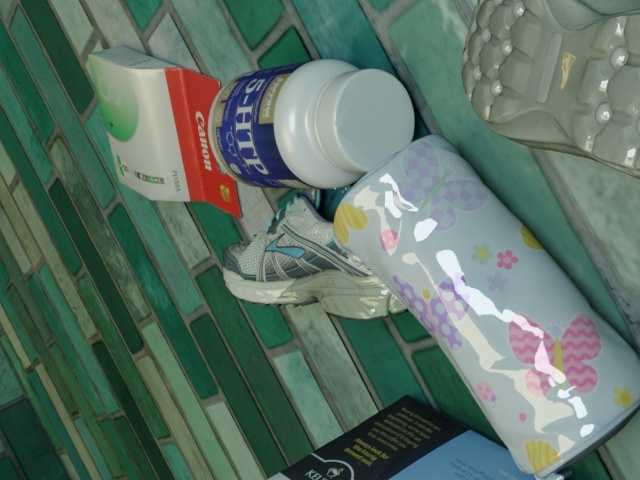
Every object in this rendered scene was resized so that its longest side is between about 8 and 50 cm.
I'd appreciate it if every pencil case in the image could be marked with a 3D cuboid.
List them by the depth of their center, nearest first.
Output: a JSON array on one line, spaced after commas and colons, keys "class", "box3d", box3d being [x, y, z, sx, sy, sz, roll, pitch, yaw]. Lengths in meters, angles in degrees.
[{"class": "pencil case", "box3d": [0.127, 0.048, 0.729, 0.273, 0.124, 0.113, 51, -178, 17]}]

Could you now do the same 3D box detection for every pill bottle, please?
[{"class": "pill bottle", "box3d": [-0.009, -0.101, 0.835, 0.187, 0.112, 0.112, 4, 116, 55]}]

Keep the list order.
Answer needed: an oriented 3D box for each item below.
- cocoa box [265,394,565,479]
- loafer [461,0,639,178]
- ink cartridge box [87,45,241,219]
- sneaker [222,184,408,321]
[{"class": "cocoa box", "box3d": [0.121, 0.332, 0.838, 0.347, 0.228, 0.231, 21, 132, 53]}, {"class": "loafer", "box3d": [0.170, -0.093, 0.535, 0.319, 0.112, 0.112, -119, 40, -64]}, {"class": "ink cartridge box", "box3d": [-0.190, -0.127, 1.149, 0.225, 0.056, 0.181, 29, 135, 46]}, {"class": "sneaker", "box3d": [0.000, 0.000, 0.934, 0.283, 0.110, 0.122, 2, 101, 50]}]
